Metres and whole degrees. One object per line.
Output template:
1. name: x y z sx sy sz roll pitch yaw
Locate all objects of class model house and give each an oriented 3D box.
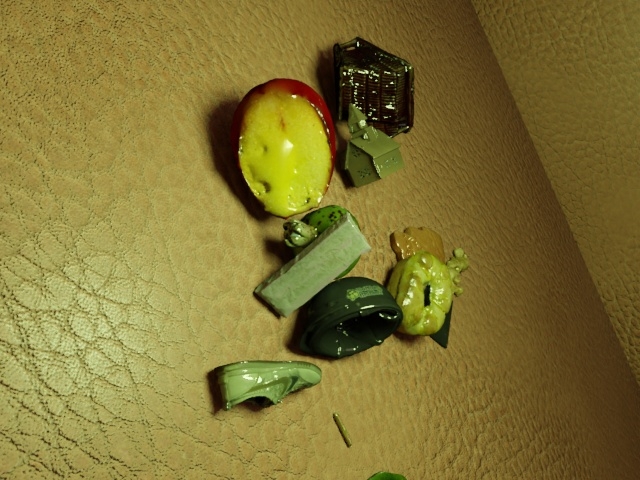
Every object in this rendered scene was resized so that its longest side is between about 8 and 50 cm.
1. model house: 0.126 -0.304 1.569 0.181 0.176 0.247 -30 100 -48
2. model house: 0.134 -0.478 1.671 0.283 0.297 0.317 -39 140 -38

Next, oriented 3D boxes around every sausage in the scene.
1. sausage: 0.057 0.481 1.276 0.015 0.015 0.100 -28 94 -48

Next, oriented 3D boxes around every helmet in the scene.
1. helmet: 0.064 0.182 1.283 0.279 0.230 0.160 1 48 -23

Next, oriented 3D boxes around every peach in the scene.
1. peach: -0.090 -0.224 1.256 0.281 0.281 0.338 11 65 -43

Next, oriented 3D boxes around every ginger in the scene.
1. ginger: 0.510 0.112 1.881 0.176 0.053 0.193 12 65 -49

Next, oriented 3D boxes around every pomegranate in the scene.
1. pomegranate: 0.000 0.000 1.295 0.248 0.202 0.202 23 57 -47

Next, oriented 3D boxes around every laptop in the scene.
1. laptop: 0.410 0.259 1.740 0.135 0.016 0.197 39 49 -26

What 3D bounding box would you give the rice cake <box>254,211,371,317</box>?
1. rice cake: -0.015 0.067 1.200 0.106 0.298 0.050 46 12 -22

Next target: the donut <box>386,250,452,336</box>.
1. donut: 0.304 0.171 1.556 0.208 0.128 0.261 41 61 -23

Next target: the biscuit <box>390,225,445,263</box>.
1. biscuit: 0.361 0.052 1.748 0.283 0.043 0.306 56 44 -8

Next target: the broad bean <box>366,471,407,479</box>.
1. broad bean: 0.140 0.667 1.261 0.292 0.049 0.144 -27 99 -46

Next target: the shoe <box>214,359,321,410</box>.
1. shoe: -0.108 0.322 1.117 0.275 0.103 0.098 10 67 -37
